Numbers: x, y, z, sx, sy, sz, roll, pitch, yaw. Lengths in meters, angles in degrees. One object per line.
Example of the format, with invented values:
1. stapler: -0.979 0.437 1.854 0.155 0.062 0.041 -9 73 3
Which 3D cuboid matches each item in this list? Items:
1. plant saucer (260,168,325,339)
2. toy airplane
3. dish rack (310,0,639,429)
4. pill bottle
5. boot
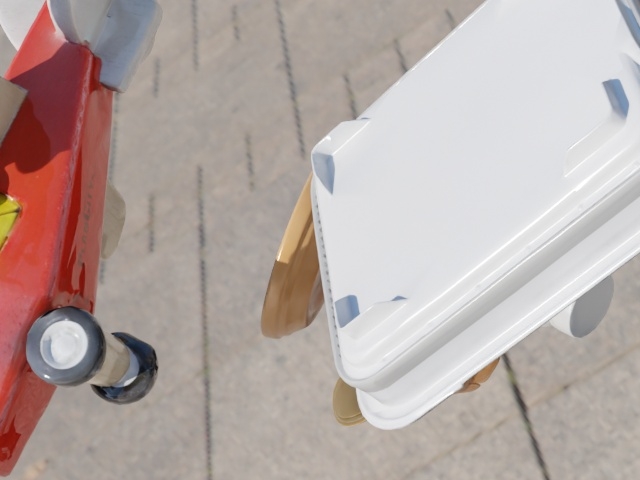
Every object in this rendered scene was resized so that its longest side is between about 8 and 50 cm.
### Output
1. plant saucer: 0.000 0.000 1.258 0.037 0.200 0.200 20 52 8
2. toy airplane: -0.268 -0.058 1.118 0.272 0.386 0.384 0 32 13
3. dish rack: 0.108 -0.058 0.965 0.333 0.072 0.285 -40 35 27
4. pill bottle: 0.190 0.030 1.246 0.137 0.078 0.078 30 69 37
5. boot: 0.119 0.181 1.731 0.197 0.152 0.073 -36 59 45
